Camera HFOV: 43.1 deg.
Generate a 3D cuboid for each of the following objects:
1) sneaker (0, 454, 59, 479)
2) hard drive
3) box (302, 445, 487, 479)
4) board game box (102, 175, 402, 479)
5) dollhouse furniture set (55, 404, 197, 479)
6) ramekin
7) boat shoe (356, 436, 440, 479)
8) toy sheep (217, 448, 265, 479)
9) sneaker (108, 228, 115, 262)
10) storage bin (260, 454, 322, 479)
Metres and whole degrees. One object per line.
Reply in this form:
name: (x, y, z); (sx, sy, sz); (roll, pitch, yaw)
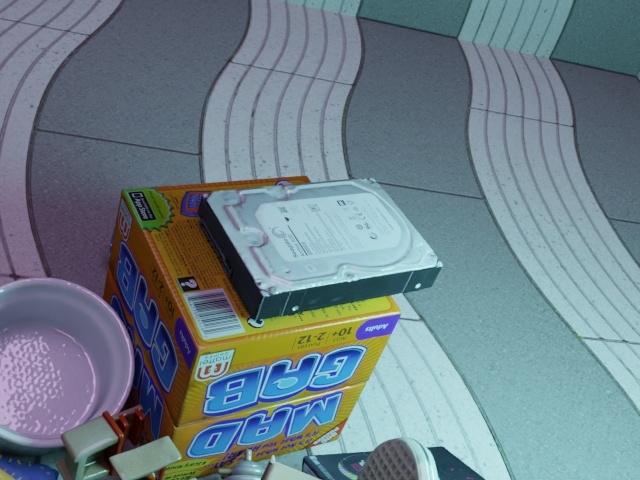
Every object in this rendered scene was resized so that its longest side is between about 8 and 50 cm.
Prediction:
sneaker: (-0.480, 0.368, 1.227); (0.240, 0.091, 0.126); (38, 23, 21)
hard drive: (0.000, 0.000, 1.306); (0.339, 0.064, 0.237); (-8, 46, -31)
box: (0.116, 0.433, 1.305); (0.271, 0.143, 0.165); (2, 9, -23)
board game box: (-0.145, 0.143, 1.406); (0.356, 0.356, 0.356); (-7, 46, -31)
dollhouse furniture set: (-0.261, 0.370, 1.168); (0.135, 0.262, 0.259); (-14, 49, -39)
ramekin: (-0.453, 0.211, 1.304); (0.277, 0.135, 0.277); (16, 55, -25)
boat shoe: (0.139, 0.525, 1.111); (0.156, 0.187, 0.499); (5, 74, -39)
toy sheep: (-0.124, 0.406, 1.322); (0.091, 0.091, 0.132); (8, 65, -16)
sneaker: (-0.265, -0.012, 1.676); (0.316, 0.182, 0.127); (11, 38, -12)
storage bin: (-0.081, 0.483, 1.109); (0.123, 0.260, 0.262); (22, 39, 1)
